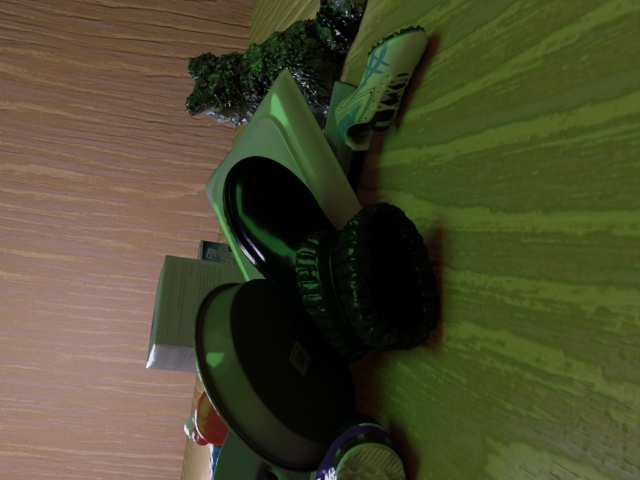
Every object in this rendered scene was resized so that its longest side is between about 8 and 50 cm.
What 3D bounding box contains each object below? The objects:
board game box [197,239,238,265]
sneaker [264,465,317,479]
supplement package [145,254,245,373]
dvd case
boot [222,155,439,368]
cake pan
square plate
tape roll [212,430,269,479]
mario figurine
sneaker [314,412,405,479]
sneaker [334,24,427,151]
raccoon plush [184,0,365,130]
[{"bbox_3d":[-0.210,0.131,1.711,0.305,0.193,0.053,-96,21,-46],"label":"board game box"},{"bbox_3d":[-0.038,0.457,1.029,0.100,0.108,0.271,117,156,-46],"label":"sneaker"},{"bbox_3d":[-0.172,0.158,1.345,0.175,0.293,0.177,125,151,-59],"label":"supplement package"},{"bbox_3d":[0.043,-0.193,1.274,0.253,0.022,0.180,-125,45,-69],"label":"dvd case"},{"bbox_3d":[0.004,-0.001,0.900,0.348,0.131,0.260,57,158,8],"label":"boot"},{"bbox_3d":[-0.051,0.175,0.977,0.054,0.293,0.293,-35,38,25],"label":"cake pan"},{"bbox_3d":[-0.078,-0.047,1.175,0.344,0.049,0.347,-45,65,47],"label":"square plate"},{"bbox_3d":[-0.101,0.379,1.173,0.219,0.072,0.219,13,-90,-72],"label":"tape roll"},{"bbox_3d":[-0.161,0.364,1.384,0.170,0.198,0.320,56,155,39],"label":"mario figurine"},{"bbox_3d":[0.029,0.348,0.875,0.146,0.102,0.293,-110,36,-71],"label":"sneaker"},{"bbox_3d":[0.093,-0.215,1.006,0.086,0.085,0.237,65,150,17],"label":"sneaker"},{"bbox_3d":[-0.111,-0.408,1.439,0.216,0.299,0.446,-98,22,-49],"label":"raccoon plush"}]
